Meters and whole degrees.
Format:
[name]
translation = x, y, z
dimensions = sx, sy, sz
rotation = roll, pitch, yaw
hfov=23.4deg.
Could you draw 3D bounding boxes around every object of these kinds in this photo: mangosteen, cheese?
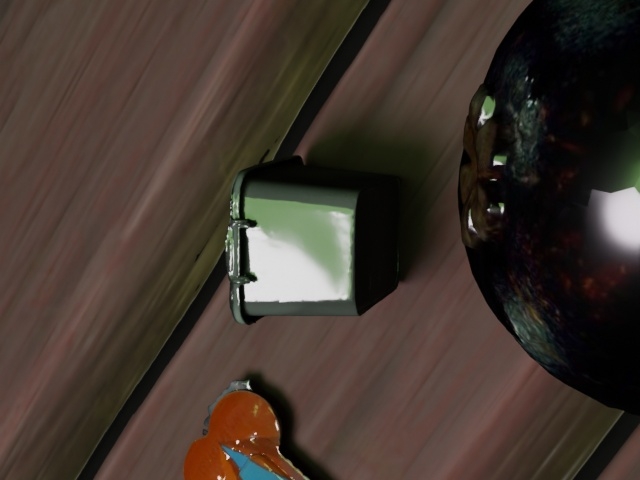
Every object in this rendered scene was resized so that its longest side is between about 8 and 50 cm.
[mangosteen]
translation = 0.180, -0.029, 0.697
dimensions = 0.243, 0.243, 0.243
rotation = 4, 98, 28
[cheese]
translation = 0.018, 0.188, 0.900
dimensions = 0.256, 0.037, 0.106
rotation = 42, 112, 19

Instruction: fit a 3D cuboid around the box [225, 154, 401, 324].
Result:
[box]
translation = 0.000, 0.000, 0.842
dimensions = 0.069, 0.122, 0.084
rotation = 4, 100, 16
